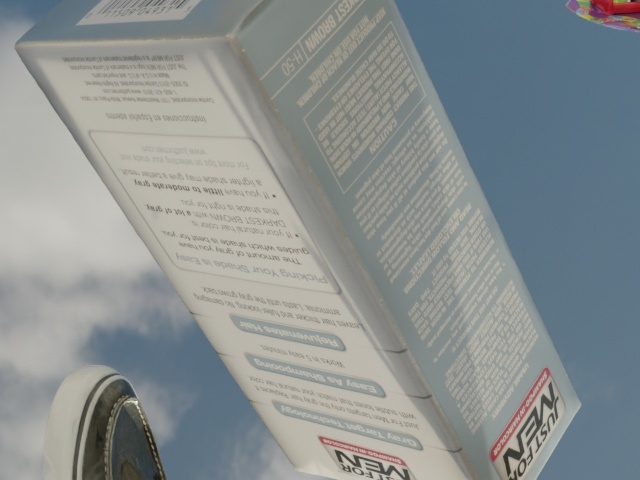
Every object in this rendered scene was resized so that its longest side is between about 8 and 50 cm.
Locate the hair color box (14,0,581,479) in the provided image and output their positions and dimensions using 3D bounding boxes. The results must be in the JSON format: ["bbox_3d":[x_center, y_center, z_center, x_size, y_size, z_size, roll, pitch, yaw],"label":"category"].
[{"bbox_3d":[0.000,0.000,0.764,0.185,0.374,0.113,7,-133,43],"label":"hair color box"}]

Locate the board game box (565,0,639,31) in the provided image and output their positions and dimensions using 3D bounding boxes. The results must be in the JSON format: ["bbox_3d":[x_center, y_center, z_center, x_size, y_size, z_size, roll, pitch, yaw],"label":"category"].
[{"bbox_3d":[0.382,-0.305,1.555,0.133,0.033,0.169,18,-146,20],"label":"board game box"}]

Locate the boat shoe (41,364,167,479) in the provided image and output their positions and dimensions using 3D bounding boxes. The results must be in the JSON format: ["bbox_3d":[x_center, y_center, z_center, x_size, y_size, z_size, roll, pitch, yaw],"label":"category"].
[{"bbox_3d":[-0.154,0.269,1.102,0.119,0.335,0.121,2,-162,27],"label":"boat shoe"}]
